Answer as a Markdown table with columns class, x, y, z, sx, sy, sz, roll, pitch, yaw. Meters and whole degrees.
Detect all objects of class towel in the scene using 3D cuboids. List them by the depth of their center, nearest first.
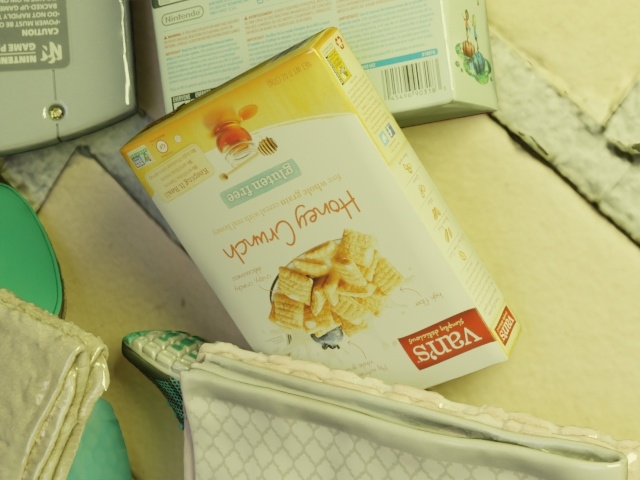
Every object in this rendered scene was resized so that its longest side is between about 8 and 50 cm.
| class | x | y | z | sx | sy | sz | roll | pitch | yaw |
| --- | --- | --- | --- | --- | --- | --- | --- | --- | --- |
| towel | 0.046 | 0.246 | 0.926 | 0.331 | 0.053 | 0.317 | 10 | 109 | 29 |
| towel | -0.278 | 0.110 | 1.006 | 0.282 | 0.049 | 0.187 | 24 | 94 | 33 |

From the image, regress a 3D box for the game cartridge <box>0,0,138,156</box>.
| class | x | y | z | sx | sy | sz | roll | pitch | yaw |
| --- | --- | --- | --- | --- | --- | --- | --- | --- | --- |
| game cartridge | -0.291 | -0.158 | 1.061 | 0.297 | 0.062 | 0.198 | -4 | 93 | -5 |

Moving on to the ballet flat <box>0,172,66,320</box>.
| class | x | y | z | sx | sy | sz | roll | pitch | yaw |
| --- | --- | --- | --- | --- | --- | --- | --- | --- | --- |
| ballet flat | -0.304 | -0.025 | 1.135 | 0.316 | 0.107 | 0.106 | 59 | 135 | 21 |

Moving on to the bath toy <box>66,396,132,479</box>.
| class | x | y | z | sx | sy | sz | roll | pitch | yaw |
| --- | --- | --- | --- | --- | --- | --- | --- | --- | --- |
| bath toy | -0.321 | 0.211 | 1.120 | 0.348 | 0.129 | 0.151 | -27 | 78 | 27 |

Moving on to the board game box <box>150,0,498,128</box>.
| class | x | y | z | sx | sy | sz | roll | pitch | yaw |
| --- | --- | --- | --- | --- | --- | --- | --- | --- | --- |
| board game box | -0.010 | -0.222 | 0.959 | 0.224 | 0.097 | 0.303 | -7 | 89 | 28 |

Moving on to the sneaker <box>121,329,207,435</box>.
| class | x | y | z | sx | sy | sz | roll | pitch | yaw |
| --- | --- | --- | --- | --- | --- | --- | --- | --- | --- |
| sneaker | -0.087 | 0.123 | 1.028 | 0.166 | 0.065 | 0.076 | 28 | 108 | 27 |

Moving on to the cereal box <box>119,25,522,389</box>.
| class | x | y | z | sx | sy | sz | roll | pitch | yaw |
| --- | --- | --- | --- | --- | --- | --- | --- | --- | --- |
| cereal box | 0.000 | 0.000 | 0.920 | 0.173 | 0.047 | 0.240 | -24 | 106 | 33 |
